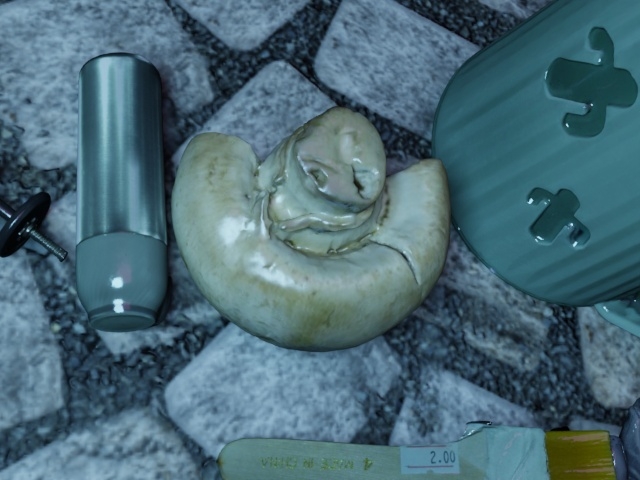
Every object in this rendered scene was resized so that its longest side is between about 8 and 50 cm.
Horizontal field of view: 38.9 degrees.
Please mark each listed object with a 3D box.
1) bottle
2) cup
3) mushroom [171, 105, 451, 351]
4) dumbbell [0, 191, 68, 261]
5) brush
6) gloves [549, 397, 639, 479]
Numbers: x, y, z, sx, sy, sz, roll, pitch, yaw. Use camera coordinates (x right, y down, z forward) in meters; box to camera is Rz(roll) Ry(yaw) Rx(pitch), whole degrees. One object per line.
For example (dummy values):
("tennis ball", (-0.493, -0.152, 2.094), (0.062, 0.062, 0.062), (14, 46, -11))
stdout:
("bottle", (-0.175, -0.044, 0.819), (0.096, 0.079, 0.253), (25, 53, -52))
("cup", (0.353, -0.095, 0.849), (0.401, 0.392, 0.310), (35, 68, -8))
("mushroom", (0.000, 0.000, 0.792), (0.254, 0.195, 0.189), (1, 72, -15))
("dumbbell", (-0.278, -0.030, 0.778), (0.147, 0.069, 0.069), (37, 62, -2))
("brush", (0.077, 0.191, 0.765), (0.337, 0.020, 0.085), (-1, 59, 5))
("gloves", (0.208, 0.244, 0.809), (0.285, 0.142, 0.119), (-38, 122, -18))
